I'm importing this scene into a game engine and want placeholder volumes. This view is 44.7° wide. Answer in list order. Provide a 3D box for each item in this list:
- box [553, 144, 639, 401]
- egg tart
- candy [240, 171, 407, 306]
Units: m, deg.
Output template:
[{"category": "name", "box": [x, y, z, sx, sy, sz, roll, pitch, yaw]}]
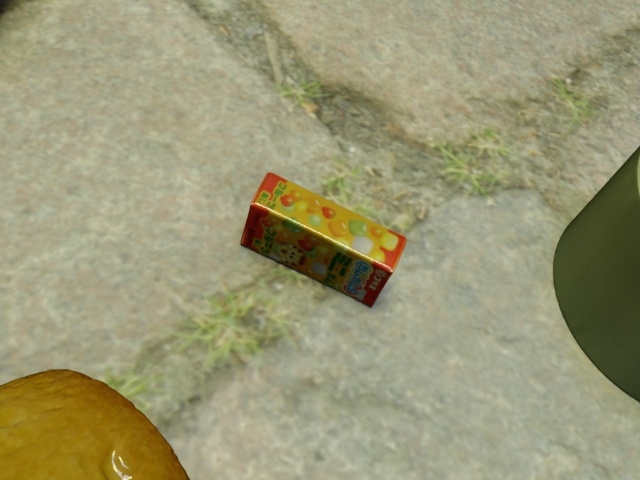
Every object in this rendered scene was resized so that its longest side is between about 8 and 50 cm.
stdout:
[{"category": "box", "box": [0.330, 0.018, 0.637, 0.226, 0.149, 0.226, 8, 56, -12]}, {"category": "egg tart", "box": [-0.154, 0.167, 0.396, 0.202, 0.202, 0.147, 41, 42, 13]}, {"category": "candy", "box": [0.000, 0.000, 0.609, 0.122, 0.062, 0.038, 26, 56, 2]}]
